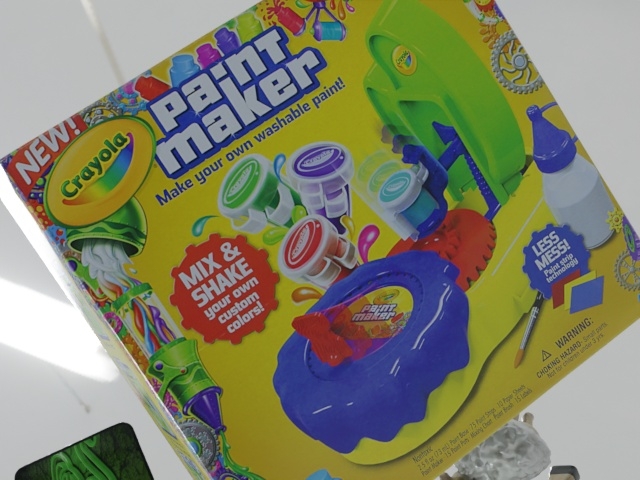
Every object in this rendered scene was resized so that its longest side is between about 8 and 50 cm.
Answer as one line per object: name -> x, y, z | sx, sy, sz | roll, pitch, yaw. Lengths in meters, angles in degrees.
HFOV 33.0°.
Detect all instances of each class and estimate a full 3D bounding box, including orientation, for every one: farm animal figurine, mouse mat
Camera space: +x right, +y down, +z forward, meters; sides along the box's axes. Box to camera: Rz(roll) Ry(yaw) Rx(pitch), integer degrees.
farm animal figurine -> 0.169, 0.359, 1.176 | 0.327, 0.330, 0.172 | -27, -160, 37
mouse mat -> -0.255, 0.324, 1.251 | 0.152, 0.007, 0.190 | -25, -102, -2

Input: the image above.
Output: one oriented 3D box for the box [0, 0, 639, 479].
box -> 0.000, 0.000, 0.676 | 0.290, 0.177, 0.279 | -35, -83, -15
